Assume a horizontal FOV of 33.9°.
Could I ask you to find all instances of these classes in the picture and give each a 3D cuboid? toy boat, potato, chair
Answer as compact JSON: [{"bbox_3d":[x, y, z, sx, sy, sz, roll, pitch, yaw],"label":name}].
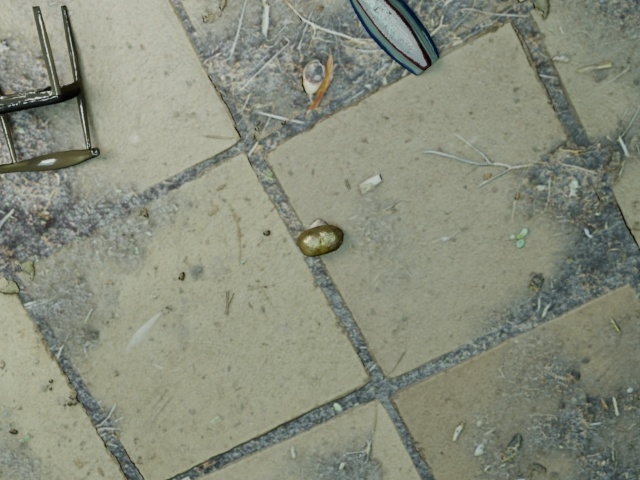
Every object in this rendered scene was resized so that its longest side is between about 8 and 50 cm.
[{"bbox_3d":[0.105,-0.370,1.731,0.080,0.046,0.229,-39,100,14],"label":"toy boat"},{"bbox_3d":[0.000,0.000,1.823,0.083,0.040,0.051,-13,90,5],"label":"potato"},{"bbox_3d":[-0.485,-0.238,1.730,0.188,0.166,0.272,-10,102,6],"label":"chair"}]
